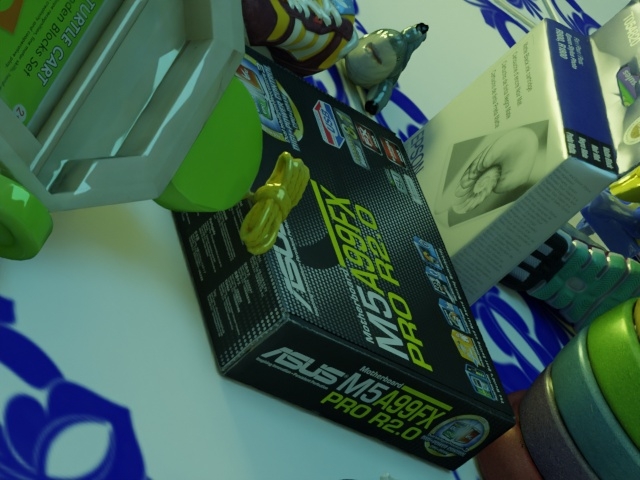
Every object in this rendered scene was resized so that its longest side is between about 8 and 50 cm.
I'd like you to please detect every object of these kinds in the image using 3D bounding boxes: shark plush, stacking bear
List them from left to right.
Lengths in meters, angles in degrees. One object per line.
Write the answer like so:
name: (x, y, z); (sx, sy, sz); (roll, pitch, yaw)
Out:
shark plush: (0.066, -0.150, 1.553); (0.073, 0.067, 0.161); (55, 24, 13)
stacking bear: (0.256, 0.092, 1.239); (0.164, 0.289, 0.175); (21, 36, -48)

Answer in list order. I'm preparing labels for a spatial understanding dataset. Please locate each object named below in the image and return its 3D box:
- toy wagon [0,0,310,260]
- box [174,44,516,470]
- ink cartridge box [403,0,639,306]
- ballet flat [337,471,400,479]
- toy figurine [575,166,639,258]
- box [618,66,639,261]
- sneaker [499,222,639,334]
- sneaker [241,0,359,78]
toy wagon: (-0.126, -0.119, 1.009); (0.344, 0.068, 0.267); (52, 54, -36)
box: (0.000, 0.000, 1.218); (0.216, 0.060, 0.270); (28, 31, -41)
ink cartridge box: (0.148, -0.072, 1.383); (0.045, 0.224, 0.223); (40, 24, -21)
ballet flat: (0.066, 0.167, 1.076); (0.203, 0.074, 0.074); (15, 40, -45)
toy figurine: (0.313, -0.013, 1.639); (0.191, 0.217, 0.362); (56, 39, -17)
box: (0.352, -0.074, 1.881); (0.213, 0.117, 0.243); (53, 24, 8)
sneaker: (0.213, 0.021, 1.541); (0.223, 0.083, 0.098); (36, 22, -27)
sneaker: (-0.022, -0.162, 1.320); (0.185, 0.084, 0.069); (50, 21, -77)
